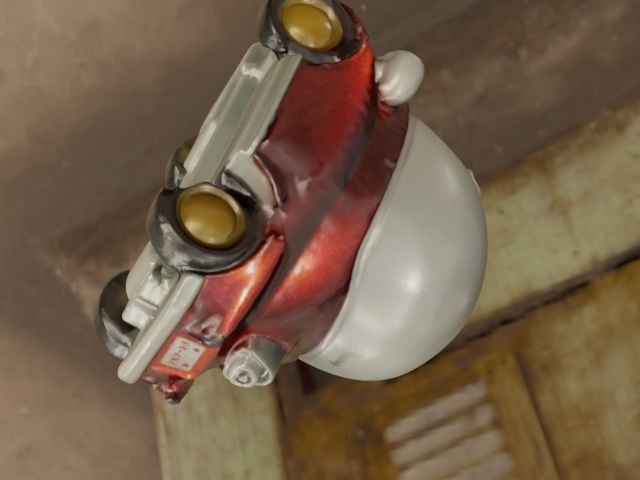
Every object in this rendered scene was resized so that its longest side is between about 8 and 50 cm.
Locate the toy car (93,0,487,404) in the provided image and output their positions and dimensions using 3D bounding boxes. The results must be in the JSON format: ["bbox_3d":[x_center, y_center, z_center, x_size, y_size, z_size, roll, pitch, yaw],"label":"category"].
[{"bbox_3d":[0.000,0.000,0.490,0.112,0.139,0.112,30,142,-8],"label":"toy car"}]
